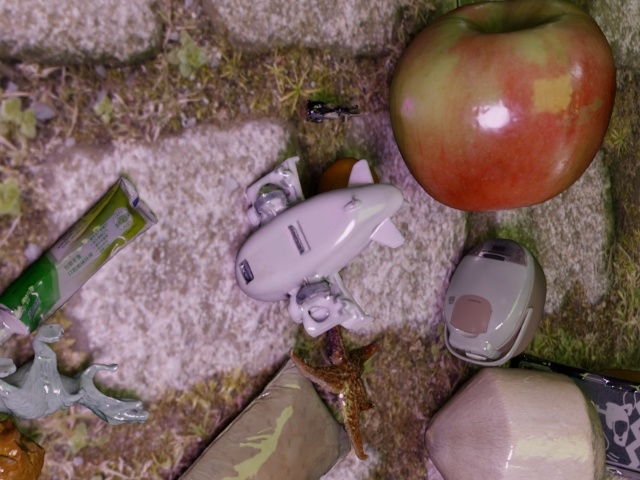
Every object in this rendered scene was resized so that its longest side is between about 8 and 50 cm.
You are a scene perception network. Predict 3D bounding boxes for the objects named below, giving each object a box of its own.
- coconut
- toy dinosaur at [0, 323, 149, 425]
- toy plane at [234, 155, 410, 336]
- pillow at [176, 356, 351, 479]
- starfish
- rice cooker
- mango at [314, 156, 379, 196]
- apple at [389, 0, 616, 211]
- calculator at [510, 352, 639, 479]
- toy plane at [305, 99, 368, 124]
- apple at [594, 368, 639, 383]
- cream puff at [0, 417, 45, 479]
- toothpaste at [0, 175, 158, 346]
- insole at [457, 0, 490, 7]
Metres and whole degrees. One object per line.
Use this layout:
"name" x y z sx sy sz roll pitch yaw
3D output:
"coconut" 0.293 0.314 1.305 0.266 0.237 0.237 0 93 -10
"toy dinosaur" -0.352 0.142 0.908 0.383 0.076 0.129 16 116 -31
"toy plane" -0.002 0.000 1.093 0.118 0.252 0.252 20 79 -65
"pillow" -0.079 0.314 1.126 0.302 0.075 0.185 -45 117 -29
"starfish" 0.032 0.197 1.182 0.238 0.057 0.213 32 47 -57
"rice cooker" 0.282 0.100 1.344 0.127 0.145 0.206 23 81 -45
"mango" 0.032 -0.039 1.192 0.105 0.084 0.159 9 105 -52
"apple" 0.260 -0.189 1.212 0.319 0.319 0.277 -31 127 -31
"calculator" 0.451 0.304 1.443 0.274 0.028 0.166 14 84 8
"toy plane" 0.017 -0.183 1.191 0.120 0.049 0.031 -3 95 -54
"apple" 0.541 0.318 1.529 0.155 0.182 0.182 35 72 -24
"cream puff" -0.357 0.240 0.905 0.122 0.116 0.094 33 38 -26
"toothpaste" -0.292 0.030 0.977 0.248 0.047 0.078 -49 123 -27
"insole" 0.241 -0.480 1.366 0.109 0.007 0.322 -13 99 -35
